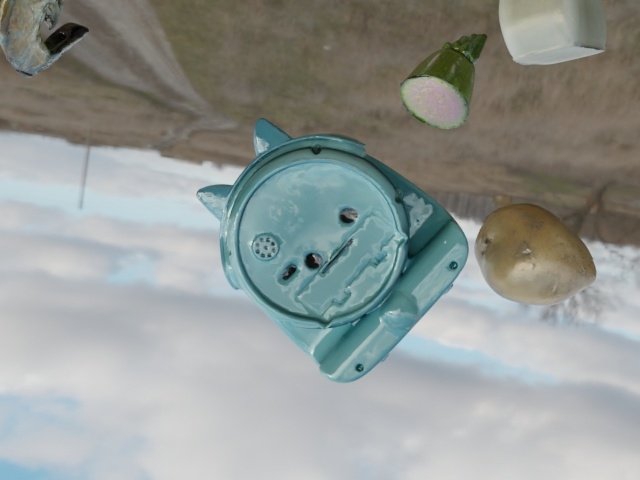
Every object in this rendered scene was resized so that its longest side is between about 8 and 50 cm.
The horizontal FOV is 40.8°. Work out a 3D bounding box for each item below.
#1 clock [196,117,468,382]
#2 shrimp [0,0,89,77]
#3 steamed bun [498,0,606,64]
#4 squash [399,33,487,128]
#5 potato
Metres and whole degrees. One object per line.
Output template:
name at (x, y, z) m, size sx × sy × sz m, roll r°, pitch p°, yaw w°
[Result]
clock at (0.000, 0.000, 0.931) m, size 0.274 × 0.223 × 0.094 m, roll 39°, pitch -172°, yaw -6°
shrimp at (-0.477, -0.463, 1.645) m, size 0.085 × 0.272 × 0.445 m, roll 22°, pitch -148°, yaw 5°
steamed bun at (0.423, -0.412, 1.565) m, size 0.146 × 0.164 × 0.242 m, roll -9°, pitch -176°, yaw 34°
squash at (0.179, -0.238, 1.195) m, size 0.105 × 0.132 × 0.105 m, roll 22°, pitch 154°, yaw 11°
potato at (0.238, 0.020, 0.983) m, size 0.112 × 0.112 × 0.147 m, roll 5°, pitch -162°, yaw -38°
